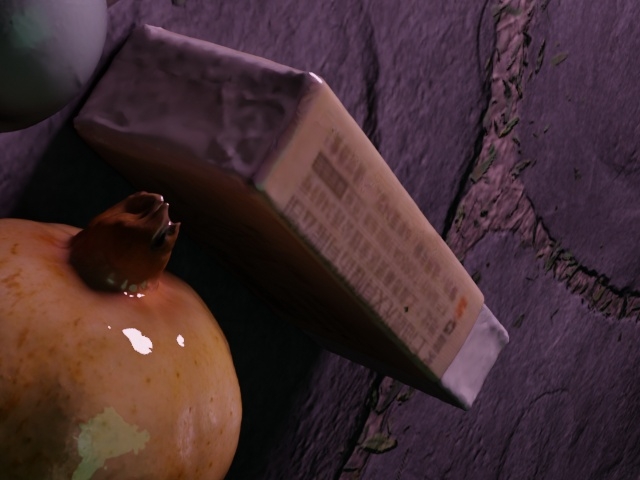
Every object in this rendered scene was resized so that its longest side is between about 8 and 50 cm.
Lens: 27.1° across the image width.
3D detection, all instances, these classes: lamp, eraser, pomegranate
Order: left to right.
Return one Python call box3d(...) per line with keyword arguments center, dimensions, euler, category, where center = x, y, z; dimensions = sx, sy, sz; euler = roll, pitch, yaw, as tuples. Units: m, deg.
box3d(center=(-0.151, -0.101, 0.610), dimensions=(0.105, 0.105, 0.105), euler=(-29, 131, -41), category="lamp")
box3d(center=(-0.143, 0.084, 0.657), dimensions=(0.207, 0.207, 0.207), euler=(-29, 131, -41), category="pomegranate")
box3d(center=(0.000, 0.000, 0.834), dimensions=(0.078, 0.144, 0.343), euler=(-60, 145, -13), category="eraser")
